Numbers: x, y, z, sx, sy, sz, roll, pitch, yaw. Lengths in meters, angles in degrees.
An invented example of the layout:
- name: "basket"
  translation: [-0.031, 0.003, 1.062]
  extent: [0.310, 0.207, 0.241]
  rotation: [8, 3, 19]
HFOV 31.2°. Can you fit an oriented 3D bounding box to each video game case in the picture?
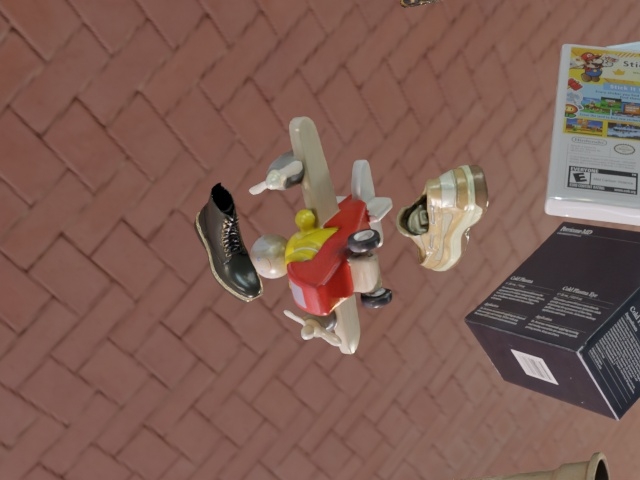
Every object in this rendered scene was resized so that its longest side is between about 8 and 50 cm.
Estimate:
- name: "video game case"
  translation: [0.319, -0.090, 1.011]
  extent: [0.026, 0.227, 0.206]
  rotation: [86, 15, -49]

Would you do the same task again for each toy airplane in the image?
- name: "toy airplane"
  translation: [0.000, 0.000, 2.205]
  extent: [0.384, 0.273, 0.386]
  rotation: [54, 28, -68]

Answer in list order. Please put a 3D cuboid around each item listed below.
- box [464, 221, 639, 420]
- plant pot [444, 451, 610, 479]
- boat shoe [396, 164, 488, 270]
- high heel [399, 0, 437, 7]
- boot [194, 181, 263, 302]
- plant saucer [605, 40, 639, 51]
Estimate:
- name: "box"
  translation: [0.512, 0.140, 2.180]
  extent: [0.312, 0.343, 0.179]
  rotation: [-42, 114, -17]
- name: "plant pot"
  translation: [0.289, 0.494, 1.792]
  extent: [0.334, 0.306, 0.333]
  rotation: [-2, 90, -69]
- name: "boat shoe"
  translation: [0.110, -0.021, 1.143]
  extent: [0.072, 0.068, 0.190]
  rotation: [-6, 155, -9]
- name: "high heel"
  translation: [0.188, -0.474, 1.715]
  extent: [0.261, 0.093, 0.186]
  rotation: [-33, 125, 21]
- name: "boot"
  translation: [-0.160, 0.005, 2.057]
  extent: [0.077, 0.198, 0.137]
  rotation: [-29, 165, -27]
- name: "plant saucer"
  translation: [0.550, -0.291, 1.811]
  extent: [0.018, 0.192, 0.067]
  rotation: [-74, 154, -63]
